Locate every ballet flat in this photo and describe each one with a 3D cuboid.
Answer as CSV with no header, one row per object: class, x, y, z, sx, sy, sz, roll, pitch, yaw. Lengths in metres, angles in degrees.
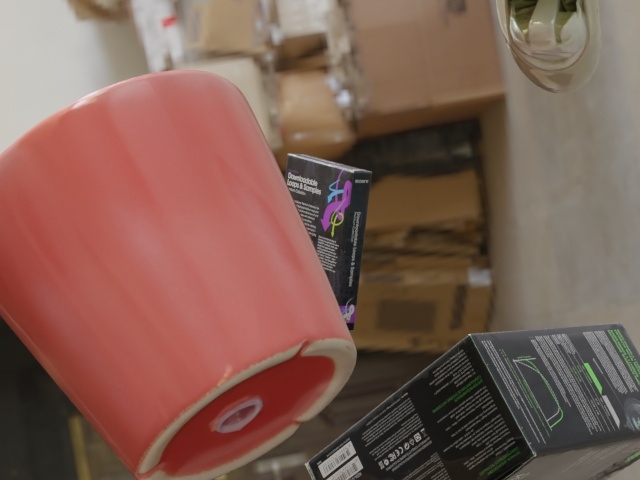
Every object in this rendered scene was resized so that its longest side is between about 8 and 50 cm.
ballet flat,0.174,-0.203,1.246,0.086,0.086,0.248,-108,2,-52

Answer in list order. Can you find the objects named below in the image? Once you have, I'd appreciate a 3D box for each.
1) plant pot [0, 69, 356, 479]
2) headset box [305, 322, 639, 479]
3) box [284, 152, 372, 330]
plant pot,-0.115,0.044,1.239,0.243,0.275,0.275,57,166,22
headset box,0.177,0.200,1.546,0.246,0.283,0.131,-41,64,33
box,0.000,0.000,1.582,0.116,0.029,0.162,19,107,52
